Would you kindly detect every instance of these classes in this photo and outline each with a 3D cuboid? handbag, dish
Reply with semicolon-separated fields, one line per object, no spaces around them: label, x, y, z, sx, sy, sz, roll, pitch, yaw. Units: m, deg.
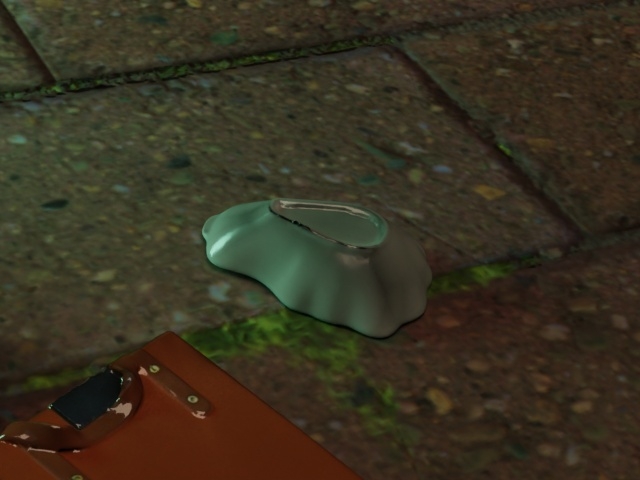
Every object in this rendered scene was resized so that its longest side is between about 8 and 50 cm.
handbag;-0.047;0.130;0.618;0.190;0.063;0.127;35;44;22
dish;0.000;0.000;0.808;0.137;0.039;0.091;18;38;6
